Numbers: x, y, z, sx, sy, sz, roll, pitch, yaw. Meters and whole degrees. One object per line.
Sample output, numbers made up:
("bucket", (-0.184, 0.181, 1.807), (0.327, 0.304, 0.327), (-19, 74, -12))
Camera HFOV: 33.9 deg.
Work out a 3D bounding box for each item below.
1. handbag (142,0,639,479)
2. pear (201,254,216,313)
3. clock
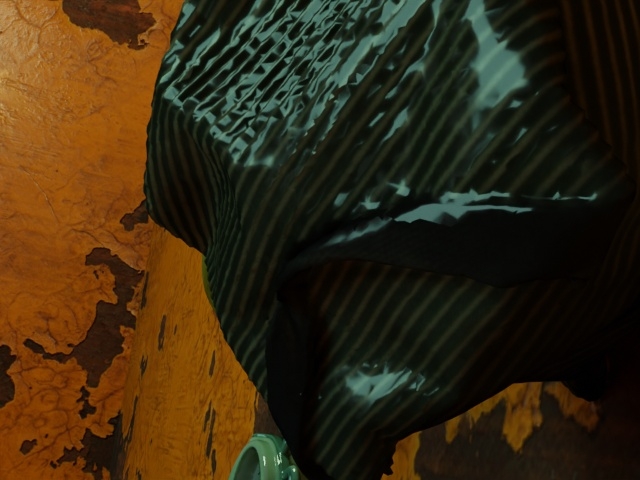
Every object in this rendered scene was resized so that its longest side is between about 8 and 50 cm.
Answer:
("handbag", (0.067, -0.048, 0.497), (0.240, 0.247, 0.341), (56, 144, 22))
("pear", (0.000, 0.000, 0.818), (0.200, 0.199, 0.200), (-168, 90, -74))
("clock", (-0.050, 0.267, 1.034), (0.148, 0.060, 0.189), (-97, 25, -49))
